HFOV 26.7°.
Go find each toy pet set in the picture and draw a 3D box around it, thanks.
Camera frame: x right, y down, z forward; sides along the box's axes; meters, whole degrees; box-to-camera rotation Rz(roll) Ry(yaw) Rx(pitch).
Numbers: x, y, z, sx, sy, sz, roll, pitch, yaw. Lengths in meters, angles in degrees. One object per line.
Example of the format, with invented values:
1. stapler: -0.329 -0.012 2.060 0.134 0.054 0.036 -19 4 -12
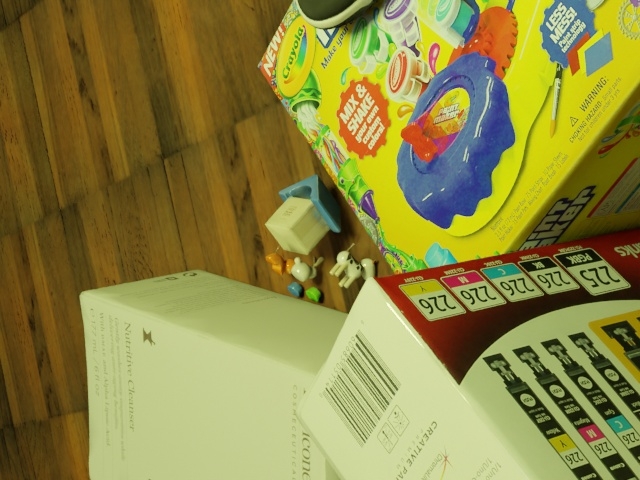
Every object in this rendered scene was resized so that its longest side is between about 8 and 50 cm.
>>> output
1. toy pet set: 0.000 0.000 1.262 0.122 0.065 0.114 12 144 52

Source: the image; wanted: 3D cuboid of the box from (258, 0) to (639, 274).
1. box: 0.141 -0.137 0.959 0.279 0.177 0.290 57 135 28

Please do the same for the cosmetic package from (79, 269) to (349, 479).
1. cosmetic package: -0.061 0.170 1.274 0.385 0.156 0.217 12 108 50

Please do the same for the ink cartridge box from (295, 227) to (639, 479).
1. ink cartridge box: 0.192 0.137 0.843 0.272 0.309 0.130 52 132 30

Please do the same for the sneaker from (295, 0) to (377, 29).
1. sneaker: 0.017 -0.243 0.875 0.084 0.097 0.235 54 133 32
